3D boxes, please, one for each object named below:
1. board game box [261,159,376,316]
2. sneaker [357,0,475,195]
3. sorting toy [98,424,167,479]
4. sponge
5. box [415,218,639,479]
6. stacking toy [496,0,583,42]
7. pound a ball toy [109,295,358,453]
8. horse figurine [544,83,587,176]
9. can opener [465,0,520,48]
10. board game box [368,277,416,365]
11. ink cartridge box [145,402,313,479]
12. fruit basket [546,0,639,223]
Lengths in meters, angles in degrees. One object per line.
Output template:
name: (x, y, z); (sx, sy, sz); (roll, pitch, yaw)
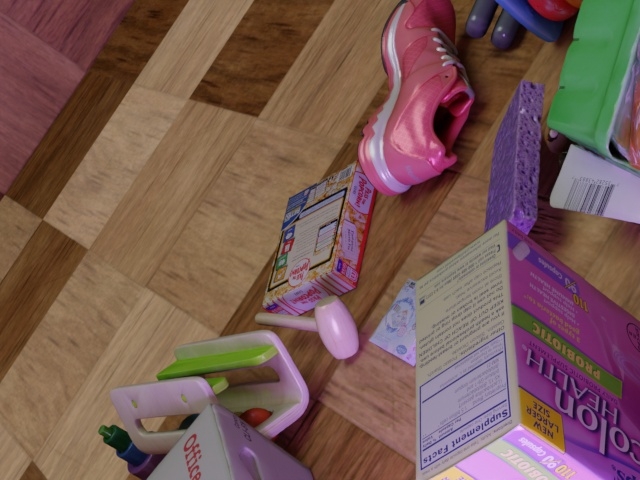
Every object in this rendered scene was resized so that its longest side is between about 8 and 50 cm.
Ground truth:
board game box: (0.000, 0.000, 1.984); (0.147, 0.045, 0.193); (-27, 37, 42)
sneaker: (0.153, -0.202, 1.931); (0.136, 0.116, 0.313); (-11, 55, 40)
sorting toy: (-0.306, 0.398, 1.935); (0.127, 0.126, 0.365); (-21, 43, 48)
sponge: (0.218, -0.070, 1.671); (0.117, 0.031, 0.210); (110, 172, -51)
box: (0.198, 0.143, 1.308); (0.117, 0.213, 0.243); (-37, 31, 32)
stacking toy: (0.354, -0.363, 1.740); (0.302, 0.166, 0.175); (-12, 63, 39)
pound a ball toy: (-0.097, 0.187, 1.869); (0.208, 0.135, 0.319); (-33, 10, -32)
horse figurine: (0.295, -0.168, 1.629); (0.174, 0.066, 0.263); (68, -140, -76)
can opener: (0.271, -0.373, 1.971); (0.093, 0.074, 0.280); (100, -167, -66)
board game box: (0.106, 0.095, 1.731); (0.090, 0.020, 0.090); (-56, 27, -4)
ink cartridge box: (-0.161, 0.411, 1.622); (0.384, 0.160, 0.279); (-51, 21, 8)
fruit basket: (0.403, -0.157, 1.401); (0.353, 0.165, 0.327); (13, 86, 42)
